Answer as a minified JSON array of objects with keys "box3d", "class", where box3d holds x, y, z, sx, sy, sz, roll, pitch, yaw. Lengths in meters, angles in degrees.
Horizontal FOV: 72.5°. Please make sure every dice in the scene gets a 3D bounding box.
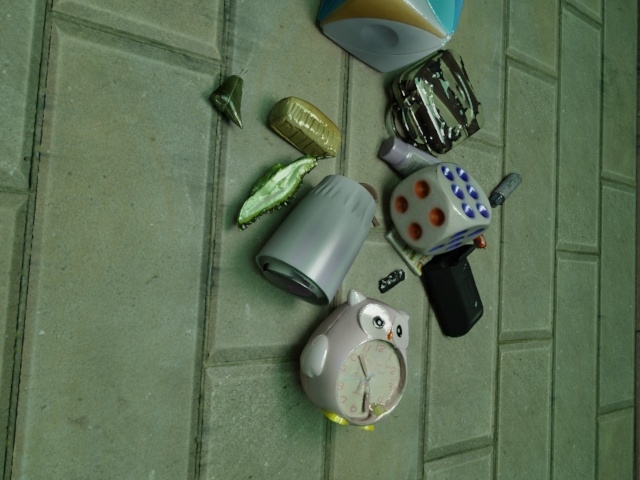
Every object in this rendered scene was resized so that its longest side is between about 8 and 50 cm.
[{"box3d":[0.422,-0.107,1.548,0.243,0.251,0.259,-7,67,-40],"class":"dice"}]

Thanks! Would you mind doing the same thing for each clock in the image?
[{"box3d":[0.113,0.363,1.389,0.368,0.251,0.376,26,82,-28],"class":"clock"}]

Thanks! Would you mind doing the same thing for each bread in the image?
[{"box3d":[-0.042,-0.353,1.373,0.236,0.140,0.106,32,69,-31],"class":"bread"}]

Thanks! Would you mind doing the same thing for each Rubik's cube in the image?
[{"box3d":[0.239,-0.814,1.437,0.348,0.352,0.351,23,75,-30],"class":"Rubik's cube"}]

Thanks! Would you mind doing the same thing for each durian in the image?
[{"box3d":[-0.121,-0.161,1.332,0.375,0.107,0.132,-45,107,-17],"class":"durian"}]

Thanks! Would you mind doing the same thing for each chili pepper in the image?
[{"box3d":[0.663,-0.032,1.866,0.027,0.045,0.178,-34,100,-38],"class":"chili pepper"}]

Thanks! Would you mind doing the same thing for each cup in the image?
[{"box3d":[0.000,0.000,1.327,0.253,0.253,0.371,45,65,-23],"class":"cup"}]

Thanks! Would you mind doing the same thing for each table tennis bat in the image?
[{"box3d":[0.159,-0.112,1.572,0.108,0.119,0.169,-24,78,-5],"class":"table tennis bat"}]

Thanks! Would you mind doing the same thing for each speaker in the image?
[{"box3d":[0.546,0.190,1.683,0.180,0.184,0.388,-36,113,-30],"class":"speaker"}]

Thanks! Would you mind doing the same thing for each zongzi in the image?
[{"box3d":[-0.235,-0.422,1.295,0.130,0.062,0.154,43,67,-13],"class":"zongzi"}]

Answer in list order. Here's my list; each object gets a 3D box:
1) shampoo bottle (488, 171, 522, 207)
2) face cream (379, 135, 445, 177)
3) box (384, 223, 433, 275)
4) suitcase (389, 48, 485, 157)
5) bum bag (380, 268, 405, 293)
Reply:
[{"box3d":[0.824,-0.222,1.957,0.214,0.072,0.072,-42,110,-26],"class":"shampoo bottle"},{"box3d":[0.351,-0.286,1.634,0.274,0.154,0.096,27,36,-25],"class":"face cream"},{"box3d":[0.344,0.019,1.668,0.220,0.032,0.122,49,65,-22],"class":"box"},{"box3d":[0.408,-0.493,1.634,0.339,0.194,0.351,-37,108,-17],"class":"suitcase"},{"box3d":[0.268,0.148,1.617,0.124,0.034,0.057,-32,119,-28],"class":"bum bag"}]
